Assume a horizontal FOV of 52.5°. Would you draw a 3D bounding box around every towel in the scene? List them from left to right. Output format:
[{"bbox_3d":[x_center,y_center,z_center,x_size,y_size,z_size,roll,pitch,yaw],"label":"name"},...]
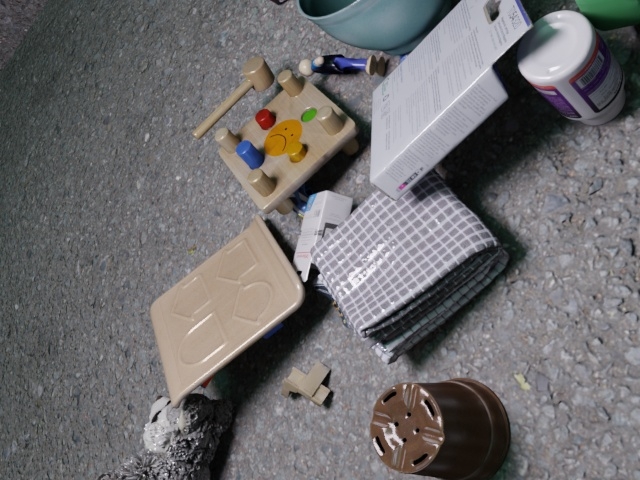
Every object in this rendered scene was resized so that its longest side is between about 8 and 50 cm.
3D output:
[{"bbox_3d":[0.134,0.028,1.089,0.283,0.121,0.235,-40,52,6],"label":"towel"}]

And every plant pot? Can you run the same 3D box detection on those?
[{"bbox_3d":[0.128,-0.481,1.235,0.293,0.196,0.293,-27,46,32],"label":"plant pot"},{"bbox_3d":[0.172,0.283,0.973,0.167,0.165,0.167,-15,66,37],"label":"plant pot"}]

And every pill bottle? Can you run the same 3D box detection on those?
[{"bbox_3d":[0.376,-0.241,0.948,0.108,0.193,0.108,-16,65,37],"label":"pill bottle"}]

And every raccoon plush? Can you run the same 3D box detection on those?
[{"bbox_3d":[-0.238,0.523,1.310,0.299,0.216,0.446,-40,82,7],"label":"raccoon plush"}]

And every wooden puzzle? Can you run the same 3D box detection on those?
[{"bbox_3d":[-0.195,0.143,1.347,0.348,0.080,0.322,-42,36,4],"label":"wooden puzzle"}]

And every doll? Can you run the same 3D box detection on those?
[{"bbox_3d":[0.034,-0.367,1.357,0.189,0.129,0.046,9,103,33],"label":"doll"}]

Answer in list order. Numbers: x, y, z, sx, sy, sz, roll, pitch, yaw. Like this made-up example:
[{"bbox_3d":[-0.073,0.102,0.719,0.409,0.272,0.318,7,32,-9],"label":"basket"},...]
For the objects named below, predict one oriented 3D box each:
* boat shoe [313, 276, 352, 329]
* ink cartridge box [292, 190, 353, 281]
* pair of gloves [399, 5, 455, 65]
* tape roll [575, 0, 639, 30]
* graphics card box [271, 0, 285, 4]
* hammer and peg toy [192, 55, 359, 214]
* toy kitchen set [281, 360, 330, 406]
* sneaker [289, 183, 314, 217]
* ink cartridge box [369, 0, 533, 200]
[{"bbox_3d":[0.049,0.121,1.208,0.183,0.065,0.083,11,79,42],"label":"boat shoe"},{"bbox_3d":[0.000,0.000,1.274,0.104,0.060,0.180,175,110,-69],"label":"ink cartridge box"},{"bbox_3d":[0.229,-0.357,1.240,0.159,0.023,0.198,-40,53,25],"label":"pair of gloves"},{"bbox_3d":[0.414,-0.461,0.899,0.077,0.321,0.321,-1,75,41],"label":"tape roll"},{"bbox_3d":[0.003,-0.742,1.528,0.371,0.094,0.233,-16,65,39],"label":"graphics card box"},{"bbox_3d":[-0.103,-0.231,1.387,0.266,0.127,0.361,-43,47,2],"label":"hammer and peg toy"},{"bbox_3d":[-0.020,0.278,1.249,0.083,0.075,0.068,31,56,12],"label":"toy kitchen set"},{"bbox_3d":[-0.047,-0.100,1.385,0.059,0.053,0.144,-50,54,11],"label":"sneaker"},{"bbox_3d":[0.211,-0.267,1.064,0.330,0.071,0.324,-42,24,32],"label":"ink cartridge box"}]
